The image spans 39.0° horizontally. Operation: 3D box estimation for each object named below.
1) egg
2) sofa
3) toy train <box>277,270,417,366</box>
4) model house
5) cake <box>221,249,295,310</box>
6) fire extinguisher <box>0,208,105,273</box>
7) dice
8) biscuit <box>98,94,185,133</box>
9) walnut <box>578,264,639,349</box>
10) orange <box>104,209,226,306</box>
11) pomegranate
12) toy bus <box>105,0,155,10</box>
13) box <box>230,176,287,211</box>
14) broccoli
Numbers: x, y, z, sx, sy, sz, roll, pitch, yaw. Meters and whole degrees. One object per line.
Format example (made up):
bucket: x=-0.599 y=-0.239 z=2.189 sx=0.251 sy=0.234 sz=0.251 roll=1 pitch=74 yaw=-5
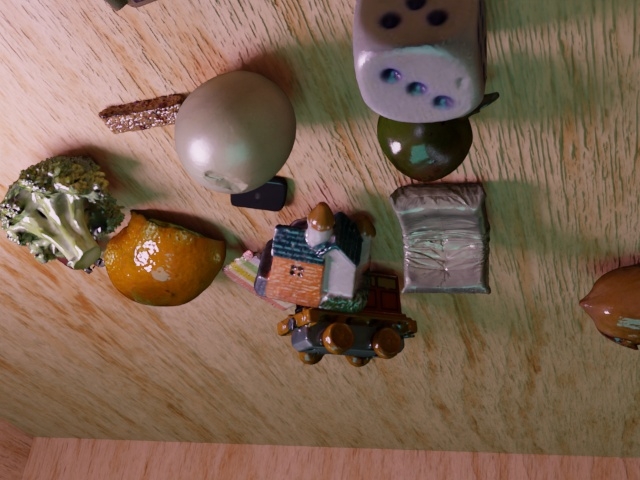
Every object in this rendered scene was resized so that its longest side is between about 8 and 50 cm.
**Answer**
egg: x=-0.159 y=-0.197 z=1.669 sx=0.219 sy=0.219 sz=0.269 roll=19 pitch=146 yaw=-18
sofa: x=0.261 y=-0.005 z=1.950 sx=0.210 sy=0.176 sz=0.225 roll=1 pitch=151 yaw=13
toy train: x=0.080 y=0.190 z=2.249 sx=0.369 sy=0.231 sz=0.163 roll=8 pitch=157 yaw=-30
model house: x=0.000 y=0.000 z=2.073 sx=0.272 sy=0.190 sz=0.300 roll=11 pitch=136 yaw=2
cake: x=-0.130 y=0.103 z=2.287 sx=0.225 sy=0.090 sz=0.109 roll=22 pitch=136 yaw=-39
fire extinguisher: x=-0.656 y=-0.010 z=2.270 sx=0.147 sy=0.106 sz=0.337 roll=27 pitch=167 yaw=40
dice: x=0.160 y=-0.309 z=1.415 sx=0.192 sy=0.194 sz=0.193 roll=-1 pitch=148 yaw=13
biscuit: x=-0.349 y=-0.251 z=1.811 sx=0.199 sy=0.034 sz=0.064 roll=-5 pitch=148 yaw=23
walnut: x=0.750 y=0.146 z=2.091 sx=0.298 sy=0.203 sz=0.203 roll=5 pitch=151 yaw=9
orange: x=-0.390 y=0.061 z=2.267 sx=0.263 sy=0.196 sz=0.335 roll=16 pitch=146 yaw=-41
pomegranate: x=0.209 y=-0.211 z=1.613 sx=0.181 sy=0.181 sz=0.224 roll=28 pitch=131 yaw=-31
toy bus: x=-0.208 y=-0.443 z=1.302 sx=0.290 sy=0.157 sz=0.139 roll=-10 pitch=146 yaw=29
box: x=-0.138 y=-0.110 z=2.024 sx=0.125 sy=0.027 sz=0.126 roll=8 pitch=150 yaw=-4
broccoli: x=-0.567 y=-0.068 z=2.013 sx=0.260 sy=0.235 sz=0.288 roll=24 pitch=158 yaw=12
